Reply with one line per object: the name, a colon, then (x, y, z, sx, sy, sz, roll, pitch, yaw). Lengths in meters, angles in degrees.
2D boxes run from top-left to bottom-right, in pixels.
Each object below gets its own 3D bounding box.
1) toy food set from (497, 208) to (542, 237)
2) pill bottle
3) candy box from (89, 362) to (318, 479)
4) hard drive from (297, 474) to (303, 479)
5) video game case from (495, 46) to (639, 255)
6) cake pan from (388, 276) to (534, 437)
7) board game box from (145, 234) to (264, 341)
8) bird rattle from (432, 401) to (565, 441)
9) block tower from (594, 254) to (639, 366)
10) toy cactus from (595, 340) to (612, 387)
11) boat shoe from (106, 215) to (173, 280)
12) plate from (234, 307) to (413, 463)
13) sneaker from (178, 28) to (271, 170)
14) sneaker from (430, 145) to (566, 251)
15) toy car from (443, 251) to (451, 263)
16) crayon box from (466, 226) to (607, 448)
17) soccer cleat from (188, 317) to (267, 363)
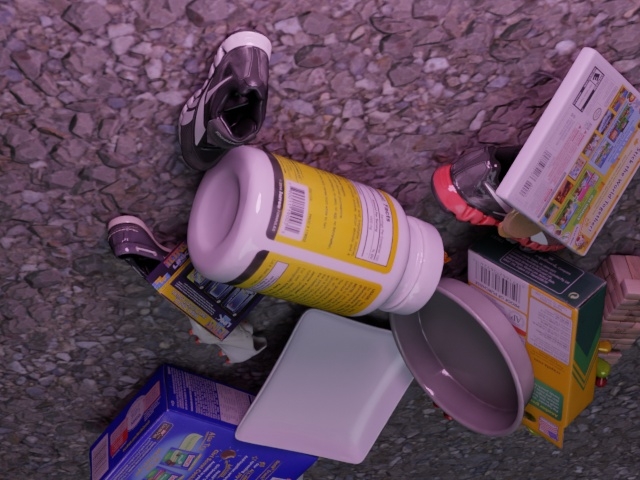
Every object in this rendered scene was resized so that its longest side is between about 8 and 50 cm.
toy food set: (0.289, -0.033, 1.643, 0.082, 0.020, 0.083, -8, 139, -17)
pill bottle: (0.000, 0.000, 1.647, 0.334, 0.188, 0.188, 17, 136, -31)
candy box: (-0.209, 0.379, 2.126, 0.317, 0.122, 0.268, 24, 124, -29)
hard drive: (-0.134, 0.459, 2.363, 0.203, 0.040, 0.307, -5, 144, -6)
video game case: (0.355, -0.115, 1.603, 0.206, 0.026, 0.227, 30, 91, -41)
cake pan: (0.228, 0.179, 1.900, 0.054, 0.293, 0.293, -34, 153, -27)
board game box: (-0.153, 0.054, 1.752, 0.141, 0.048, 0.170, -46, 138, -2)
bird rattle: (0.328, 0.323, 2.222, 0.253, 0.143, 0.207, 1, 159, -9)
block tower: (0.477, 0.149, 2.041, 0.091, 0.097, 0.335, 4, 144, -18)
toy cactus: (0.392, 0.140, 1.939, 0.112, 0.219, 0.180, -37, 158, -17)
boat shoe: (-0.248, 0.042, 1.751, 0.075, 0.065, 0.206, -20, 143, 15)
plate: (0.019, 0.246, 2.039, 0.278, 0.045, 0.277, 17, 112, -33)
sneaker: (-0.122, -0.149, 1.485, 0.078, 0.106, 0.234, 10, 140, -23)
sneaker: (0.296, -0.063, 1.703, 0.276, 0.098, 0.135, 19, 138, -31)
toy car: (0.139, 0.038, 1.876, 0.122, 0.060, 0.040, -28, 99, -2)
crayon box: (0.331, 0.153, 1.865, 0.083, 0.203, 0.323, -36, 140, -30)
soccer cleat: (-0.153, 0.142, 1.914, 0.076, 0.068, 0.196, -24, 149, 11)
